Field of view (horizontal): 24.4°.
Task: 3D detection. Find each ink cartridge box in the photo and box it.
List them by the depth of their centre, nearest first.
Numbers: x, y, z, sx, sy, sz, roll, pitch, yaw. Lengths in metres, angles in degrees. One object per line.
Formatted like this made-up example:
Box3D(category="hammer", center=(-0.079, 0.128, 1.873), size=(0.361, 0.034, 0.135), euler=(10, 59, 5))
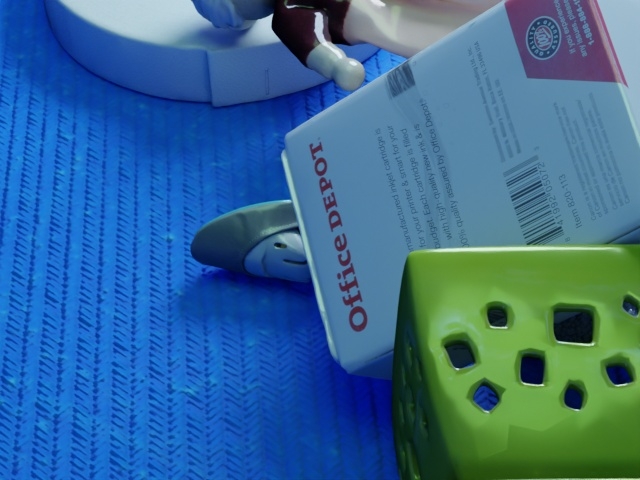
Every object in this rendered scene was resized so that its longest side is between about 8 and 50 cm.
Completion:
Box3D(category="ink cartridge box", center=(0.128, -0.041, 1.089), size=(0.283, 0.117, 0.207), euler=(-29, 63, 32))

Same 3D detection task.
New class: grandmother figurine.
Box3D(category="grandmother figurine", center=(0.039, -0.214, 1.312), size=(0.342, 0.104, 0.208), euler=(12, 36, 19))

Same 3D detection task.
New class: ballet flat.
Box3D(category="ballet flat", center=(0.000, 0.000, 1.234), size=(0.213, 0.072, 0.068), euler=(-12, 50, -10))

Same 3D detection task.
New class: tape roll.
Box3D(category="tape roll", center=(-0.097, -0.288, 1.526), size=(0.392, 0.072, 0.392), euler=(-1, 44, 1))

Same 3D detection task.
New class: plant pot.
Box3D(category="plant pot", center=(0.165, 0.148, 0.979), size=(0.227, 0.228, 0.207), euler=(0, 51, 0))

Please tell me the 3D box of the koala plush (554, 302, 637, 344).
Box3D(category="koala plush", center=(0.233, -0.001, 1.181), size=(0.196, 0.203, 0.221), euler=(13, 67, 27))
